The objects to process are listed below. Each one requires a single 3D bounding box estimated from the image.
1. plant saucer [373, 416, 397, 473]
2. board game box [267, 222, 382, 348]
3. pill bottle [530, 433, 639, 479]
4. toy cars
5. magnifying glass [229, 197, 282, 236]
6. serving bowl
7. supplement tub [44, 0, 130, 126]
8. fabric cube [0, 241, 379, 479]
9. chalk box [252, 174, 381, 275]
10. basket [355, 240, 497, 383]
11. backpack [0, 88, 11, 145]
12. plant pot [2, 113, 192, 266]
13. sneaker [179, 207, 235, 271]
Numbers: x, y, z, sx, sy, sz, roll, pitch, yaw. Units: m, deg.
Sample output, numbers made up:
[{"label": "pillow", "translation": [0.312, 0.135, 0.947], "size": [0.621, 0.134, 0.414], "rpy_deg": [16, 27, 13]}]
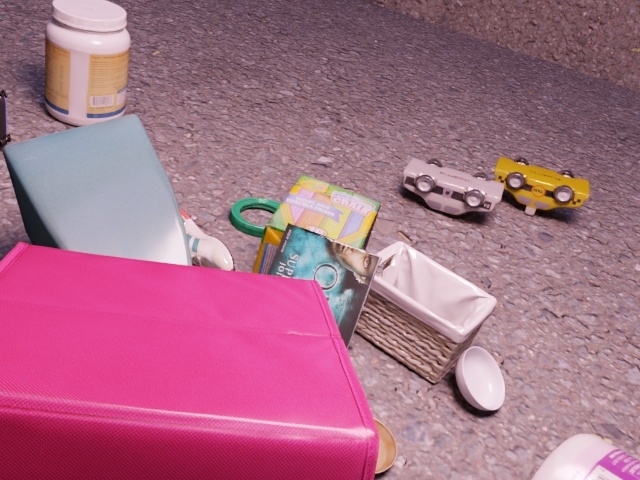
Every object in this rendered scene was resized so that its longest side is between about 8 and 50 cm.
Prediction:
[{"label": "plant saucer", "translation": [0.044, 0.230, 0.740], "size": [0.084, 0.015, 0.083], "rpy_deg": [12, 34, -8]}, {"label": "board game box", "translation": [-0.015, 0.085, 0.806], "size": [0.126, 0.186, 0.026], "rpy_deg": [20, -10, 6]}, {"label": "pill bottle", "translation": [0.317, 0.311, 0.551], "size": [0.169, 0.169, 0.302], "rpy_deg": [-17, 34, -40]}, {"label": "toy cars", "translation": [0.341, -0.093, 1.294], "size": [0.394, 0.087, 0.176], "rpy_deg": [-3, 32, -22]}, {"label": "magnifying glass", "translation": [-0.036, -0.035, 1.098], "size": [0.231, 0.026, 0.092], "rpy_deg": [1, 36, -19]}, {"label": "serving bowl", "translation": [0.201, 0.180, 0.851], "size": [0.083, 0.027, 0.083], "rpy_deg": [23, 52, -32]}, {"label": "supplement tub", "translation": [-0.421, -0.322, 1.193], "size": [0.145, 0.199, 0.144], "rpy_deg": [12, 33, -8]}, {"label": "fabric cube", "translation": [-0.131, 0.168, 0.484], "size": [0.258, 0.254, 0.259], "rpy_deg": [10, 15, -12]}, {"label": "chalk box", "translation": [0.000, 0.000, 0.958], "size": [0.132, 0.132, 0.213], "rpy_deg": [20, 32, 5]}, {"label": "basket", "translation": [0.131, 0.096, 0.897], "size": [0.167, 0.103, 0.113], "rpy_deg": [33, 36, 23]}, {"label": "backpack", "translation": [-0.561, -0.198, 1.037], "size": [0.114, 0.104, 0.084], "rpy_deg": [22, 32, 18]}, {"label": "plant pot", "translation": [-0.254, -0.001, 0.806], "size": [0.166, 0.165, 0.234], "rpy_deg": [-20, 58, -25]}, {"label": "sneaker", "translation": [-0.189, 0.017, 0.934], "size": [0.075, 0.057, 0.161], "rpy_deg": [-33, 57, -30]}]
